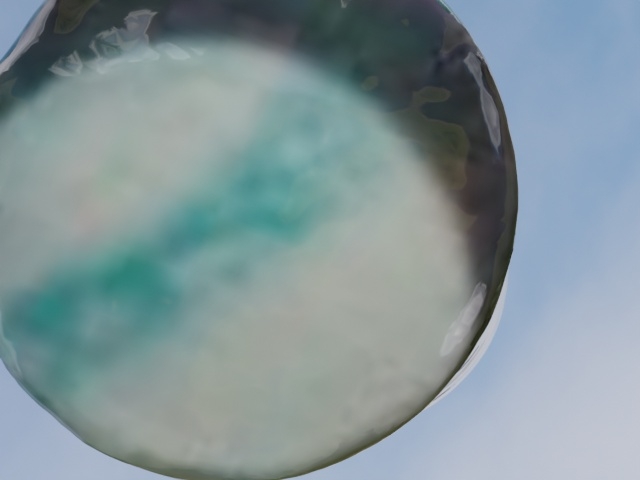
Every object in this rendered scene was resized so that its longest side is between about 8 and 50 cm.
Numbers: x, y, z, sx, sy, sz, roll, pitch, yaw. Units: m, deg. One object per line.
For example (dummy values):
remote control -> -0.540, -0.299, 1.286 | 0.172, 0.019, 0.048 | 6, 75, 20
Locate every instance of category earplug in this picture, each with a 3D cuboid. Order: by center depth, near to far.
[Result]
earplug -> 0.000, 0.000, 0.757 | 0.185, 0.185, 0.324 | -46, -11, 4
